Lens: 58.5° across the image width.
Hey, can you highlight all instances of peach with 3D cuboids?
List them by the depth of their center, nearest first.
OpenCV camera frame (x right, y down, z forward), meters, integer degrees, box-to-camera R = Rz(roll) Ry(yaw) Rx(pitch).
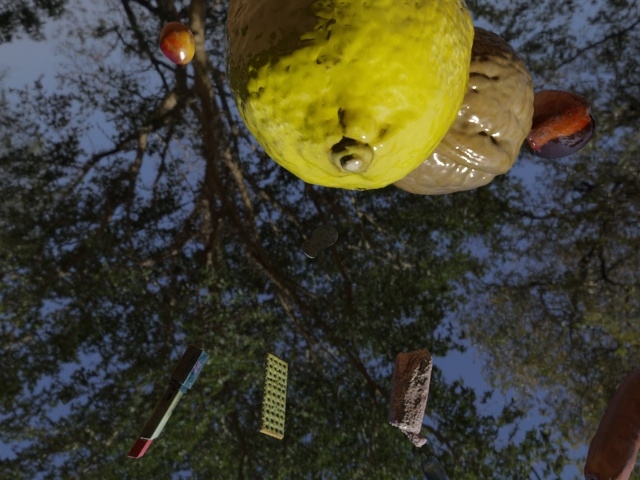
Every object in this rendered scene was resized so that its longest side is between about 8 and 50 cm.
[{"bbox_3d":[-0.377,-0.517,1.506,0.101,0.100,0.100,-11,-147,7],"label":"peach"}]

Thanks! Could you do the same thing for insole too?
[{"bbox_3d":[0.000,0.000,1.665,0.006,0.065,0.193,-42,180,36],"label":"insole"}]

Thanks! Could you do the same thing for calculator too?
[{"bbox_3d":[0.265,0.530,1.165,0.039,0.121,0.210,-32,-106,1],"label":"calculator"}]

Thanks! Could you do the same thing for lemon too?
[{"bbox_3d":[0.028,-0.193,0.613,0.268,0.268,0.321,-2,-138,19],"label":"lemon"}]

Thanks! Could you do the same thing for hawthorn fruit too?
[{"bbox_3d":[0.577,-0.286,1.395,0.173,0.172,0.173,-11,-147,7],"label":"hawthorn fruit"}]

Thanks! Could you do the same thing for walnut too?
[{"bbox_3d":[0.216,-0.227,1.015,0.333,0.332,0.332,-11,-147,7],"label":"walnut"}]

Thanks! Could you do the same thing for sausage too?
[{"bbox_3d":[0.622,0.366,1.160,0.088,0.087,0.433,14,-154,37],"label":"sausage"}]

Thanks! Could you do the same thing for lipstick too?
[{"bbox_3d":[-0.397,0.423,1.491,0.051,0.051,0.312,22,-111,19],"label":"lipstick"}]

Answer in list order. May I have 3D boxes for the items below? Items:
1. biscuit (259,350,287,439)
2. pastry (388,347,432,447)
[{"bbox_3d":[-0.134,0.454,1.682,0.016,0.139,0.231,-11,-121,22],"label":"biscuit"},{"bbox_3d":[0.240,0.423,1.542,0.112,0.265,0.103,2,175,-14],"label":"pastry"}]
